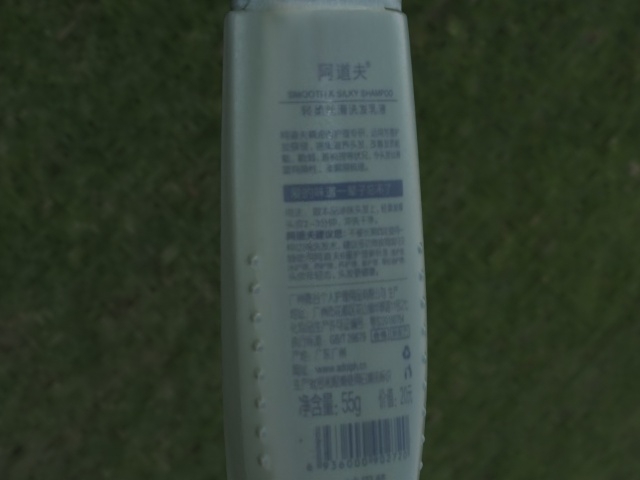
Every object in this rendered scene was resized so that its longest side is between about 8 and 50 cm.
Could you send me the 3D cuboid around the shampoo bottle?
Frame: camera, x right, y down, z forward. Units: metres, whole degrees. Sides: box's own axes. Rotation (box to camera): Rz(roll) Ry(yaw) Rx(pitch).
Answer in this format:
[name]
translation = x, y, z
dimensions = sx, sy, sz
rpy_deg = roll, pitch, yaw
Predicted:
[shampoo bottle]
translation = 0.000, 0.000, 0.615
dimensions = 0.072, 0.049, 0.212
rpy_deg = -1, 91, -25
